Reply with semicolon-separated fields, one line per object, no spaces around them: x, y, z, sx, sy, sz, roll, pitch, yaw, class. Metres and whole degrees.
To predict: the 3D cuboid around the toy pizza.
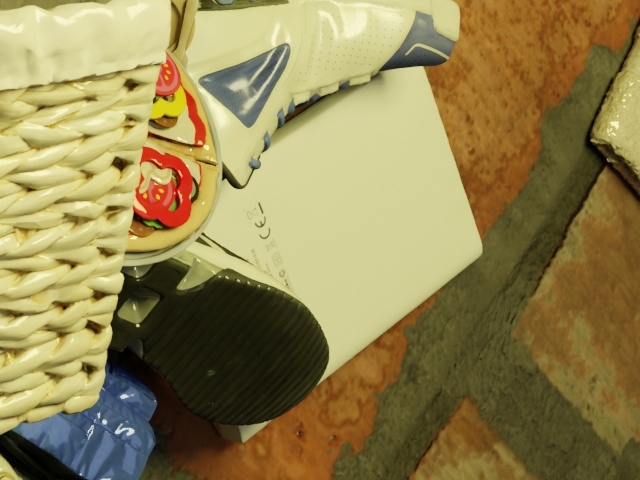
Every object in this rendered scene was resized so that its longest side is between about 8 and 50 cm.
-0.146;-0.078;1.219;0.201;0.032;0.201;19;56;-31;toy pizza

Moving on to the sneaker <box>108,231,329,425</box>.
-0.123;0.024;1.343;0.122;0.146;0.330;-46;133;9;sneaker

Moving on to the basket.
-0.308;-0.046;1.016;0.328;0.331;0.266;-14;120;-40;basket

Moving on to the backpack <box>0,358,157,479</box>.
-0.190;0.126;1.329;0.120;0.098;0.101;32;69;-27;backpack

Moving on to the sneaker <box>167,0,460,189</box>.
-0.052;-0.127;1.418;0.315;0.127;0.182;2;97;-35;sneaker

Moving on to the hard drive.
0.000;0.000;1.521;0.307;0.040;0.203;-36;117;-34;hard drive

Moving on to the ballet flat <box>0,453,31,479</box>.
-0.260;0.180;1.274;0.231;0.077;0.077;11;116;-39;ballet flat

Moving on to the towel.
0.386;-0.102;1.852;0.282;0.049;0.187;40;68;-37;towel

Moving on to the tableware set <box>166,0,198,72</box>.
-0.178;-0.142;1.292;0.169;0.020;0.141;29;100;-13;tableware set
